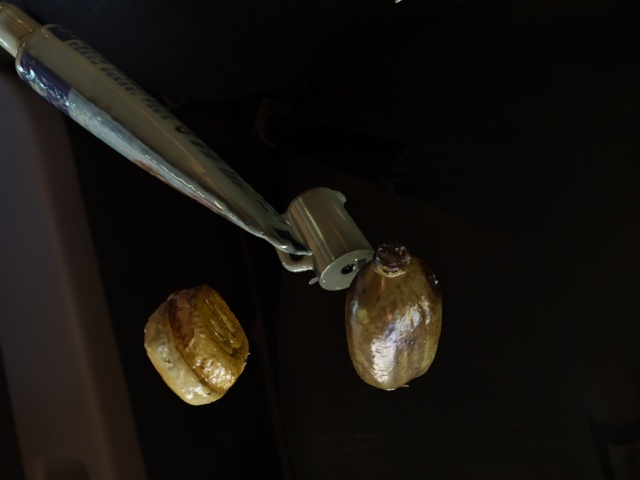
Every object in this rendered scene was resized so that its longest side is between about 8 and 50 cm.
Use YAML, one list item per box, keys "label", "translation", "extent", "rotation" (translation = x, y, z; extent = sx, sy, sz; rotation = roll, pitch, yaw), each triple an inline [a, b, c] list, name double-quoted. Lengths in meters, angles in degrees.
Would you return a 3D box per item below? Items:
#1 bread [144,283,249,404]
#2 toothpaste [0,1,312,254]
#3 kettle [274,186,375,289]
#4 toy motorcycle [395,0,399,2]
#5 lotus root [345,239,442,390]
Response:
- label: "bread"
  translation: [-0.222, 0.188, 1.205]
  extent: [0.120, 0.236, 0.198]
  rotation: [-30, 100, 12]
- label: "toothpaste"
  translation: [-0.093, -0.058, 0.340]
  extent: [0.216, 0.062, 0.037]
  rotation: [37, 98, 10]
- label: "kettle"
  translation: [0.004, 0.001, 1.054]
  extent: [0.127, 0.098, 0.148]
  rotation: [-41, 57, 16]
- label: "toy motorcycle"
  translation: [0.172, -0.560, 1.219]
  extent: [0.127, 0.275, 0.205]
  rotation: [-12, 113, 38]
- label: "lotus root"
  translation: [0.102, 0.107, 0.944]
  extent: [0.128, 0.145, 0.260]
  rotation: [30, 139, 41]
